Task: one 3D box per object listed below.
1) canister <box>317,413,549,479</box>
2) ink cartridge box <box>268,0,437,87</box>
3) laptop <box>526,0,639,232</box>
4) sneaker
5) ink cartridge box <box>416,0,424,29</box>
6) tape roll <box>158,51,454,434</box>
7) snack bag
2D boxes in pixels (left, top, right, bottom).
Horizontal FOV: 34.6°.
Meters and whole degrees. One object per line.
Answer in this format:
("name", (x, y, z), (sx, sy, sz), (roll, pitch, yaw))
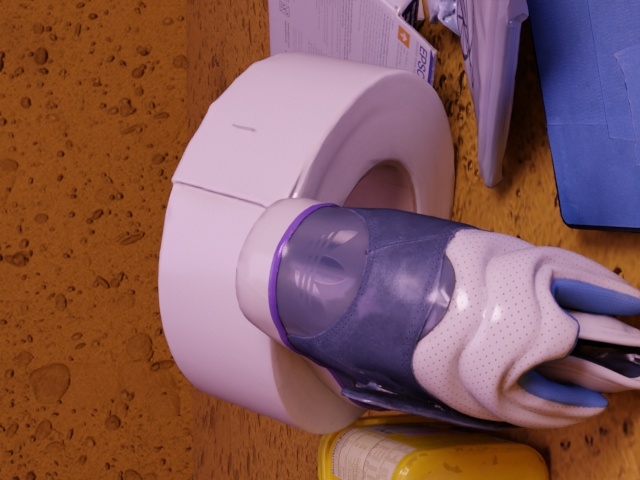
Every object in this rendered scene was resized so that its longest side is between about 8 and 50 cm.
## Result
("canister", (0.081, 0.178, 0.784), (0.170, 0.126, 0.073), (170, 100, -72))
("ink cartridge box", (0.035, -0.165, 0.935), (0.224, 0.045, 0.223), (46, 156, 26))
("laptop", (0.095, -0.163, 0.406), (0.236, 0.408, 0.382), (-7, 97, 37))
("sneaker", (0.112, 0.072, 0.676), (0.323, 0.236, 0.130), (34, -105, -58))
("ink cartridge box", (0.049, -0.229, 1.009), (0.135, 0.056, 0.099), (135, 131, -68))
("tape roll", (0.000, 0.000, 0.797), (0.100, 0.286, 0.286), (16, 112, 29))
("snack bag", (0.089, -0.235, 0.701), (0.323, 0.037, 0.343), (71, -169, -70))
